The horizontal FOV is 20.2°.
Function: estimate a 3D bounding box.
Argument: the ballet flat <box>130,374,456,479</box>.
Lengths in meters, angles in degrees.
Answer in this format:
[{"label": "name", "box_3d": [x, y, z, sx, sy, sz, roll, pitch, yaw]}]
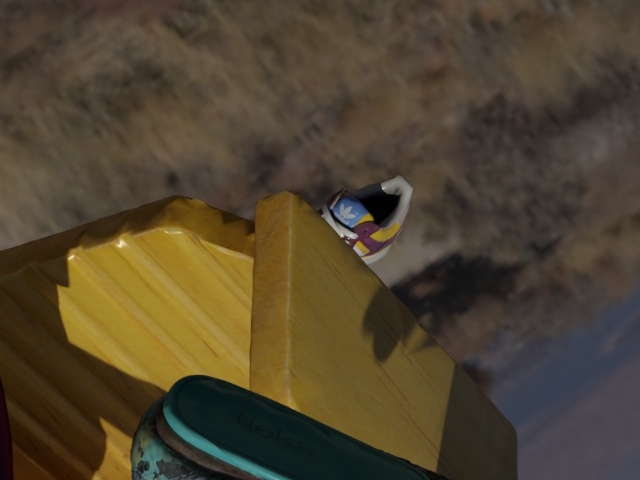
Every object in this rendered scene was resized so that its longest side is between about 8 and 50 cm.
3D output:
[{"label": "ballet flat", "box_3d": [0.032, 0.098, 0.511, 0.070, 0.188, 0.070, 23, 90, -80]}]

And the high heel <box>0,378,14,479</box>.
[{"label": "high heel", "box_3d": [-0.212, 0.185, 0.965, 0.127, 0.181, 0.377, -1, 135, -20]}]

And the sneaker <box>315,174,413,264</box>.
[{"label": "sneaker", "box_3d": [0.000, 0.000, 1.484, 0.185, 0.069, 0.084, -34, 162, -38]}]

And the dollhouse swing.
[{"label": "dollhouse swing", "box_3d": [-0.105, 0.208, 1.005, 0.347, 0.315, 0.305, -15, -139, 37]}]
